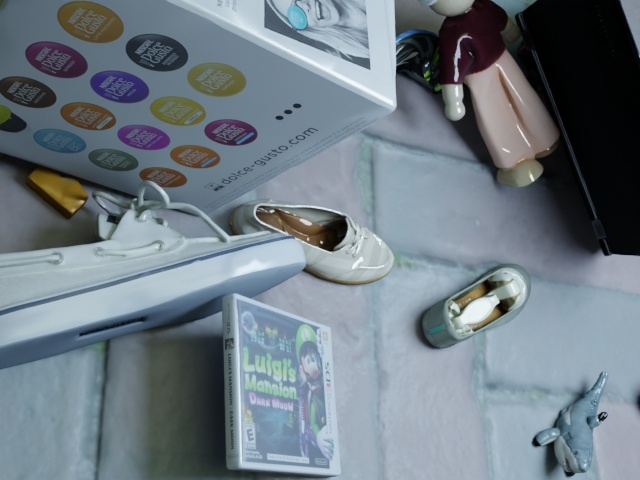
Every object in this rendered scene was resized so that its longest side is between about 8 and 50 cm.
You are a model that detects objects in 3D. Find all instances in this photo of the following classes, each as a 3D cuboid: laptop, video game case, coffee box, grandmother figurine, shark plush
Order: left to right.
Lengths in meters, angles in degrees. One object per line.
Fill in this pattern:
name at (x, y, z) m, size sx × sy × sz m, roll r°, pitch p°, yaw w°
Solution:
coffee box at (-0.158, -0.266, 0.843) m, size 0.334 × 0.337 × 0.338 m, roll 19°, pitch 62°, yaw -35°
video game case at (-0.038, 0.159, 0.900) m, size 0.190 × 0.022 × 0.173 m, roll 27°, pitch 53°, yaw -54°
grandmother figurine at (0.226, -0.251, 1.163) m, size 0.342 × 0.104 × 0.208 m, roll 56°, pitch 43°, yaw -26°
shark plush at (0.354, 0.244, 1.111) m, size 0.161 × 0.067 × 0.073 m, roll -38°, pitch 91°, yaw -35°
laptop at (0.460, -0.192, 1.190) m, size 0.408 × 0.236 × 0.382 m, roll -24°, pitch 94°, yaw -40°

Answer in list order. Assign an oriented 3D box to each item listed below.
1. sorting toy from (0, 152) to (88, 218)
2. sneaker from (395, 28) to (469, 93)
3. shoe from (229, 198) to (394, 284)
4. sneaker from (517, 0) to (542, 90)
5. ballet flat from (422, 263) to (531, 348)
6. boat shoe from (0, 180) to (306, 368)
sorting toy at (-0.341, -0.180, 0.917) m, size 0.307 × 0.041 × 0.229 m, roll 41°, pitch 56°, yaw -8°
sneaker at (0.160, -0.251, 1.209) m, size 0.188 × 0.067 × 0.078 m, roll -1°, pitch 64°, yaw -33°
shoe at (0.000, 0.000, 1.021) m, size 0.219 × 0.058 × 0.077 m, roll 16°, pitch 63°, yaw -23°
sneaker at (0.352, -0.315, 1.345) m, size 0.077 × 0.072 × 0.178 m, roll 8°, pitch 60°, yaw -15°
ballet flat at (0.224, 0.081, 1.106) m, size 0.213 × 0.068 × 0.072 m, roll -25°, pitch 83°, yaw -34°
boat shoe at (-0.198, 0.012, 0.874) m, size 0.367 × 0.136 × 0.157 m, roll -15°, pitch 75°, yaw -23°
